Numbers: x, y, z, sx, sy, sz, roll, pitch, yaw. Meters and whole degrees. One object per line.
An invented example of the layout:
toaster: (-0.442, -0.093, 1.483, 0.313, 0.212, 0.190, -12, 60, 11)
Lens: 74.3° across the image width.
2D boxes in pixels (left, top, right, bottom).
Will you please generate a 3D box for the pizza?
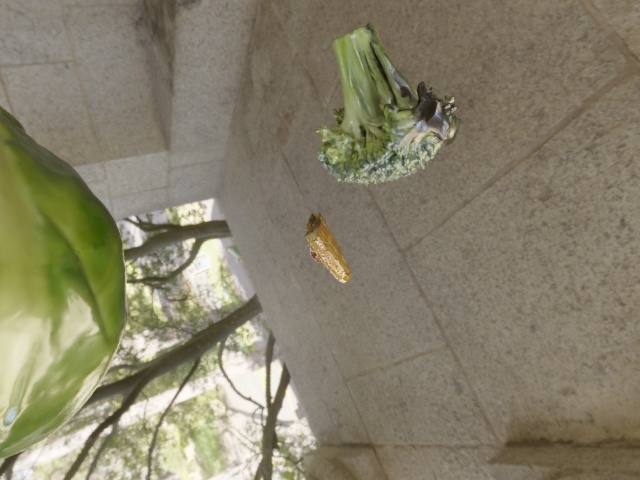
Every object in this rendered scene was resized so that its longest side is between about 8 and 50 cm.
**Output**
pizza: (0.000, 0.000, 0.995, 0.188, 0.062, 0.199, 56, -169, -37)

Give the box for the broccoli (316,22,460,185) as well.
broccoli: (0.106, -0.222, 0.687, 0.247, 0.263, 0.243, -6, 111, 57)

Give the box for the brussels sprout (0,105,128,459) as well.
brussels sprout: (-0.343, 0.027, 0.381, 0.315, 0.276, 0.371, 6, 110, 41)
